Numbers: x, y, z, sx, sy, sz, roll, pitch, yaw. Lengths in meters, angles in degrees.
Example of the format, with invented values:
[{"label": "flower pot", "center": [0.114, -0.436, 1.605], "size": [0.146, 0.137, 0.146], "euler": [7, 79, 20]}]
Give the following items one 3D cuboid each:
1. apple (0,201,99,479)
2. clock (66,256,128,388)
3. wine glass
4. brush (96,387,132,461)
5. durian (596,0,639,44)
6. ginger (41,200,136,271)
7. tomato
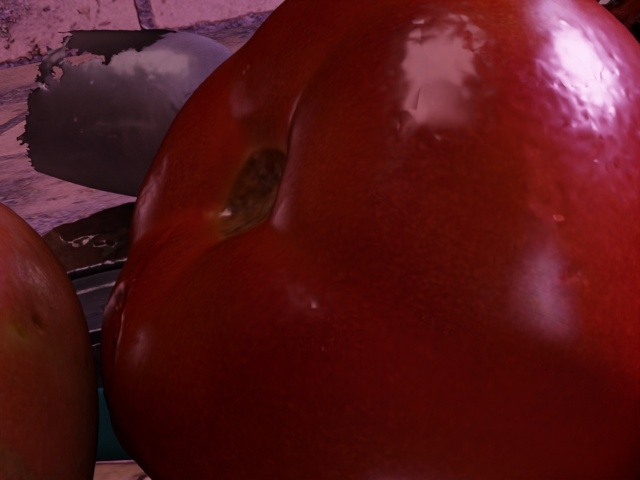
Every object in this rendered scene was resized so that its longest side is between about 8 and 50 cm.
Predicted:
[{"label": "apple", "center": [-0.215, 0.090, 0.718], "size": [0.254, 0.253, 0.253], "euler": [-11, 14, 3]}, {"label": "clock", "center": [-0.144, 0.058, 1.116], "size": [0.215, 0.042, 0.215], "euler": [-11, 14, 3]}, {"label": "wine glass", "center": [-0.060, -0.085, 1.247], "size": [0.321, 0.143, 0.143], "euler": [7, 17, 7]}, {"label": "brush", "center": [-0.139, 0.104, 0.939], "size": [0.193, 0.043, 0.032], "euler": [-4, -1, 23]}, {"label": "durian", "center": [0.347, -0.214, 1.132], "size": [0.348, 0.384, 0.347], "euler": [-27, 0, 0]}, {"label": "ginger", "center": [-0.109, -0.032, 1.333], "size": [0.290, 0.122, 0.084], "euler": [-34, -16, -35]}, {"label": "tomato", "center": [0.048, 0.014, 0.744], "size": [0.298, 0.226, 0.298], "euler": [-42, 29, 30]}]
